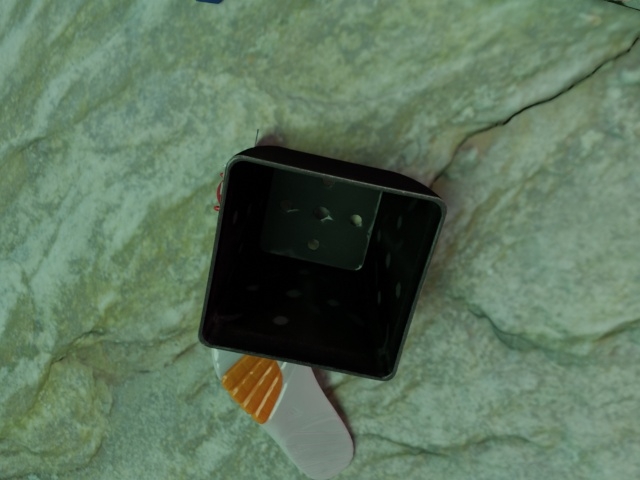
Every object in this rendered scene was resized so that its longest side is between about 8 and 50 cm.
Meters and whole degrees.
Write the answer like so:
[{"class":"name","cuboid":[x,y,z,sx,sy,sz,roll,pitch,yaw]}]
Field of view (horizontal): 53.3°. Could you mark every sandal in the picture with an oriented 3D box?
[{"class":"sandal","cuboid":[-0.052,0.183,0.782,0.102,0.076,0.265,-32,110,-10]}]

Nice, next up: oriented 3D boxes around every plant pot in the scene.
[{"class":"plant pot","cuboid":[0.000,0.000,0.632,0.188,0.167,0.187,12,113,-3]}]

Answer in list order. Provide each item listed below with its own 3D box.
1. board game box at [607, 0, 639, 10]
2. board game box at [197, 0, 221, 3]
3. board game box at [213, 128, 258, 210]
[{"class":"board game box","cuboid":[0.308,-0.238,0.497,0.260,0.030,0.136,25,113,19]},{"class":"board game box","cuboid":[-0.105,-0.383,0.660,0.210,0.047,0.160,-41,84,30]},{"class":"board game box","cuboid":[-0.100,-0.044,0.711,0.033,0.133,0.168,11,113,-8]}]
